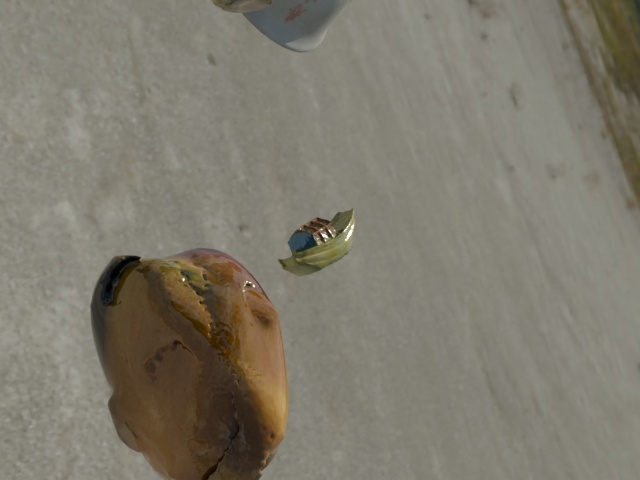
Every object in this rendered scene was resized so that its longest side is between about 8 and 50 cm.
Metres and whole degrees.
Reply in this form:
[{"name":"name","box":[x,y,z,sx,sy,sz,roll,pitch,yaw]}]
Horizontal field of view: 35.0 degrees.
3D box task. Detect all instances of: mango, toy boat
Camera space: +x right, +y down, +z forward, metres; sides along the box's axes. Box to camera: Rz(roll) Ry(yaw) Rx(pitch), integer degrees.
[{"name":"mango","box":[-0.131,0.139,1.099,0.153,0.201,0.287,29,45,-68]},{"name":"toy boat","box":[0.000,0.000,1.440,0.172,0.065,0.066,-35,104,-50]}]

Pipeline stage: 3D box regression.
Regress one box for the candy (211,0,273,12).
[{"name":"candy","box":[-0.059,-0.246,0.820,0.095,0.085,0.110,-48,117,-36]}]

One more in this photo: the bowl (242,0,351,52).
[{"name":"bowl","box":[-0.024,-0.412,1.215,0.345,0.157,0.345,40,39,-43]}]
